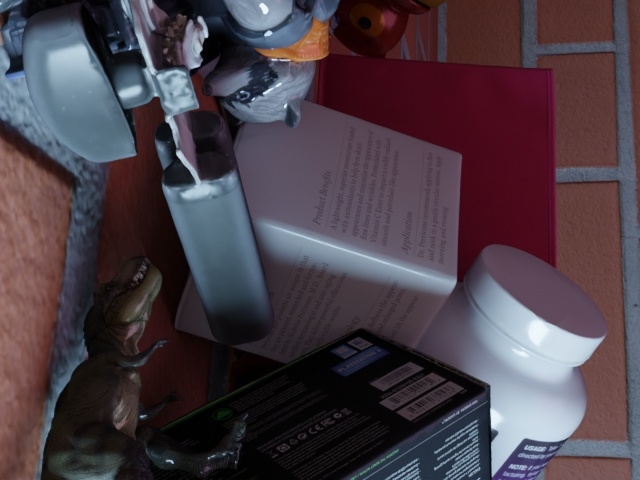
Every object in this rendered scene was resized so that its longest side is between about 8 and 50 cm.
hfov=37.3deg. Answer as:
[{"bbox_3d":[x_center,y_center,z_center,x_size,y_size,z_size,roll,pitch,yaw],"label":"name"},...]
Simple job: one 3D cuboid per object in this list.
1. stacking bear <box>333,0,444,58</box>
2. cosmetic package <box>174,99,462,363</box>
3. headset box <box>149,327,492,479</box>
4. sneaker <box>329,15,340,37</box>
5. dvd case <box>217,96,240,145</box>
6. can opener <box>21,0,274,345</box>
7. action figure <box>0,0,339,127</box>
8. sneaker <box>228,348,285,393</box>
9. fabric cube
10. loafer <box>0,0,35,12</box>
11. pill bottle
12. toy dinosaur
[{"bbox_3d":[0.121,-0.369,1.251,0.289,0.175,0.164,-49,-167,22],"label":"stacking bear"},{"bbox_3d":[0.000,0.000,0.759,0.151,0.183,0.151,-78,-171,-45],"label":"cosmetic package"},{"bbox_3d":[-0.006,0.246,0.653,0.246,0.131,0.283,-24,119,-34],"label":"headset box"},{"bbox_3d":[-0.007,-0.256,1.134,0.052,0.058,0.135,34,57,-75],"label":"sneaker"},{"bbox_3d":[-0.052,-0.120,0.986,0.239,0.029,0.179,78,16,-44],"label":"dvd case"},{"bbox_3d":[-0.087,-0.038,0.563,0.280,0.093,0.074,73,2,-49],"label":"can opener"},{"bbox_3d":[-0.064,-0.214,0.598,0.341,0.178,0.330,-67,153,-54],"label":"action figure"},{"bbox_3d":[-0.036,0.084,0.899,0.135,0.097,0.276,81,7,-68],"label":"sneaker"},{"bbox_3d":[0.115,-0.040,1.101,0.259,0.258,0.254,94,-1,-71],"label":"fabric cube"},{"bbox_3d":[-0.157,-0.207,0.400,0.078,0.076,0.223,-76,162,-52],"label":"loafer"},{"bbox_3d":[0.115,0.166,0.862,0.323,0.181,0.181,-59,-179,25],"label":"pill bottle"},{"bbox_3d":[-0.107,0.123,0.521,0.268,0.118,0.064,-76,176,-48],"label":"toy dinosaur"}]
